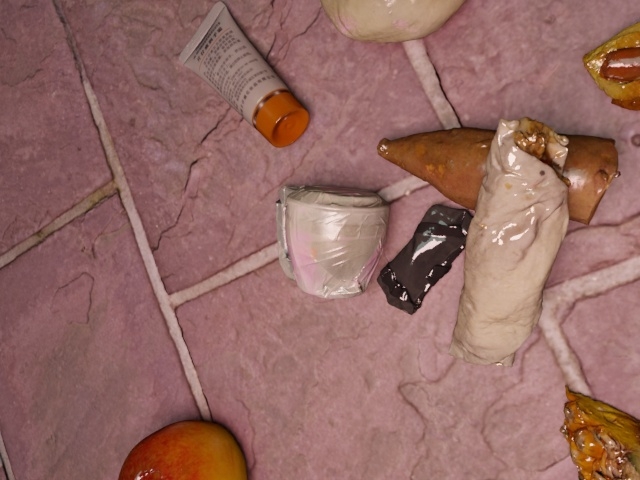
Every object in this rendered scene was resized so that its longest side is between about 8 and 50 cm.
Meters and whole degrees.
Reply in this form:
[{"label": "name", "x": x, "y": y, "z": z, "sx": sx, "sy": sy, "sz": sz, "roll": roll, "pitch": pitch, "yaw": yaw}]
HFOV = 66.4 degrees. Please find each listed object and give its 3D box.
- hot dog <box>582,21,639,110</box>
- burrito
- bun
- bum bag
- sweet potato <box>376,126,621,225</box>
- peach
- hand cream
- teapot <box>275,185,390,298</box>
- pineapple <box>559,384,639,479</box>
[{"label": "hot dog", "x": 0.475, "y": -0.222, "z": 0.610, "sx": 0.261, "sy": 0.093, "sz": 0.123, "roll": 3, "pitch": 92, "yaw": 24}, {"label": "burrito", "x": 0.248, "y": 0.030, "z": 0.648, "sx": 0.117, "sy": 0.076, "sz": 0.392, "roll": 6, "pitch": 124, "yaw": 10}, {"label": "bun", "x": 0.112, "y": -0.430, "z": 0.729, "sx": 0.272, "sy": 0.168, "sz": 0.273, "roll": -2, "pitch": 85, "yaw": 19}, {"label": "bum bag", "x": 0.166, "y": 0.028, "z": 0.780, "sx": 0.087, "sy": 0.049, "sz": 0.198, "roll": 39, "pitch": 106, "yaw": 13}, {"label": "sweet potato", "x": 0.236, "y": -0.099, "z": 0.702, "sx": 0.336, "sy": 0.131, "sz": 0.131, "roll": 9, "pitch": 95, "yaw": 24}, {"label": "peach", "x": -0.247, "y": 0.445, "z": 0.883, "sx": 0.230, "sy": 0.231, "sz": 0.231, "roll": 1, "pitch": 92, "yaw": 24}, {"label": "hand cream", "x": -0.151, "y": -0.296, "z": 0.893, "sx": 0.139, "sy": 0.089, "sz": 0.314, "roll": -44, "pitch": 70, "yaw": 18}, {"label": "teapot", "x": -0.004, "y": 0.002, "z": 0.795, "sx": 0.221, "sy": 0.163, "sz": 0.178, "roll": 10, "pitch": 103, "yaw": 23}, {"label": "pineapple", "x": 0.412, "y": 0.331, "z": 0.623, "sx": 0.249, "sy": 0.164, "sz": 0.140, "roll": 27, "pitch": 110, "yaw": 18}]
